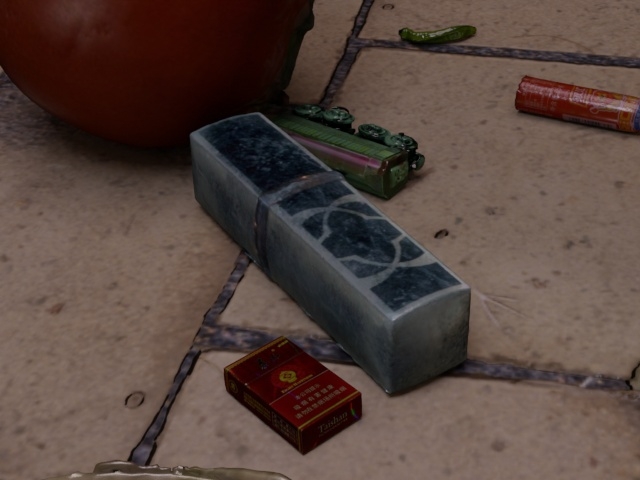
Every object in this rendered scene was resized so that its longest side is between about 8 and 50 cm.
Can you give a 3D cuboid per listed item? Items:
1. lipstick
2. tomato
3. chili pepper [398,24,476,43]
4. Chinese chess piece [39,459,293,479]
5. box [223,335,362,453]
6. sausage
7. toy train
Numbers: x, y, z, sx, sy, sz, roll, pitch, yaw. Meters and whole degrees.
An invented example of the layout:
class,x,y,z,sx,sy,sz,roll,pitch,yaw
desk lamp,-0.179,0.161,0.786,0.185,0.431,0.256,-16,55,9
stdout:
class,x,y,z,sx,sy,sz,roll,pitch,yaw
lipstick,0.000,0.000,0.840,0.077,0.076,0.289,-19,40,-26
tomato,-0.151,-0.239,0.991,0.321,0.322,0.321,-2,34,1
chili pepper,0.124,-0.219,1.202,0.083,0.017,0.030,-1,33,3
Chinese chess piece,-0.087,0.241,0.441,0.338,0.141,0.338,-3,34,2
box,-0.018,0.099,0.743,0.051,0.023,0.082,-26,41,-32
sausage,0.244,-0.123,1.040,0.129,0.034,0.034,15,38,24
toy train,0.018,-0.083,0.992,0.148,0.038,0.071,22,41,32
